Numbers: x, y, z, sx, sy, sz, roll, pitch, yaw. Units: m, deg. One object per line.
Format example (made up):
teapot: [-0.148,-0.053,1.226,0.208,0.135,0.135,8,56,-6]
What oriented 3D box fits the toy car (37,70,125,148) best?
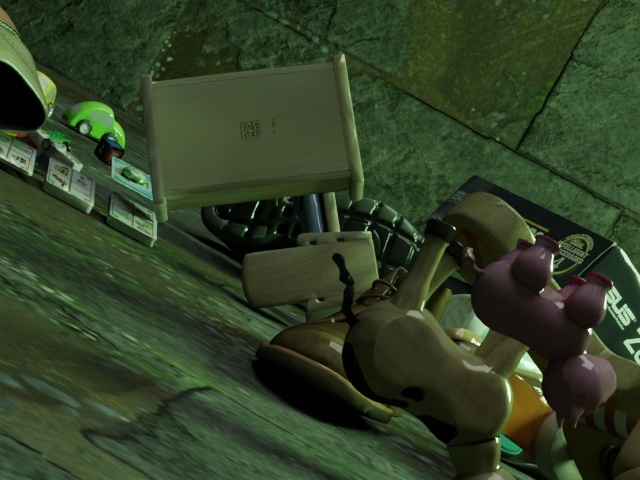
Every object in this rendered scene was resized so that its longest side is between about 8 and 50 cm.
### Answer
toy car: [-0.365,-0.196,2.612,0.225,0.053,0.239,28,4,-27]

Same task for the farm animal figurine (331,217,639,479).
farm animal figurine: [0.178,0.151,1.098,0.330,0.172,0.327,22,-16,45]

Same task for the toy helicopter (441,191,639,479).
toy helicopter: [0.208,0.116,1.462,0.355,0.140,0.235,54,-23,-1]

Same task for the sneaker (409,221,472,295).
sneaker: [0.112,0.088,2.118,0.140,0.125,0.341,-5,25,-31]

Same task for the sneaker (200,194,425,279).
sneaker: [0.000,0.000,2.083,0.267,0.101,0.106,18,-23,11]

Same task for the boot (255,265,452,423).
boot: [0.034,0.069,1.410,0.112,0.115,0.305,32,5,10]

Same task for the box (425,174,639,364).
box: [0.319,0.126,2.133,0.395,0.097,0.318,52,-10,-27]

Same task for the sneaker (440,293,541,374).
sneaker: [0.142,0.120,1.919,0.151,0.094,0.256,44,-10,-19]

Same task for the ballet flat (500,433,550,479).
ballet flat: [0.177,0.172,1.633,0.213,0.072,0.068,29,-24,-17]

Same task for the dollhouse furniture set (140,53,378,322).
dollhouse furniture set: [-0.061,-0.006,1.866,0.198,0.286,0.303,-7,-22,-3]

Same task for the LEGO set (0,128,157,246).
LEGO set: [-0.249,-0.066,1.809,0.182,0.060,0.244,29,15,-15]

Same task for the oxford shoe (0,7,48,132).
oxford shoe: [-0.368,-0.174,1.623,0.348,0.123,0.130,9,34,-53]

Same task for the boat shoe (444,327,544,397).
boat shoe: [0.168,0.154,1.746,0.207,0.073,0.073,30,40,-41]
